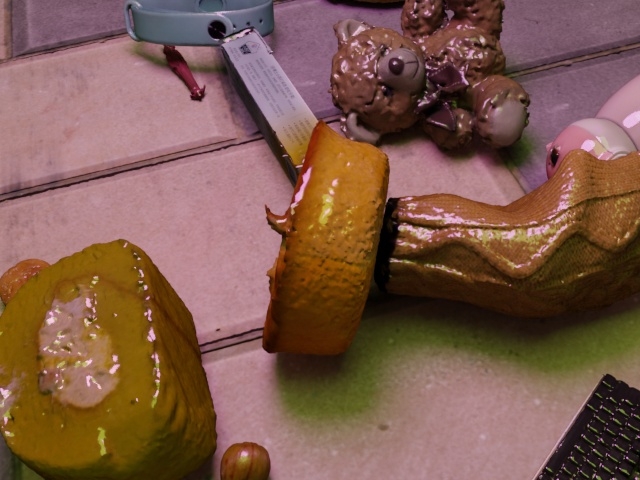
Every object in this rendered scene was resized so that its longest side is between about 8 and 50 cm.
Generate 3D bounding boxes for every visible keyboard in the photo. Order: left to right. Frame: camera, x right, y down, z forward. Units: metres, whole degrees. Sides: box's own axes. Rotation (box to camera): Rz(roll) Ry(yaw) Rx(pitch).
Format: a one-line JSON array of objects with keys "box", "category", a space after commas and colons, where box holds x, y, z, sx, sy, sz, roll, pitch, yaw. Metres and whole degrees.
[{"box": [0.237, 0.255, 0.688, 0.106, 0.027, 0.317, 30, 57, 27], "category": "keyboard"}]

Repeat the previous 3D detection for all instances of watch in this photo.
[{"box": [-0.192, -0.362, 1.198, 0.237, 0.068, 0.195, 2, 33, 4], "category": "watch"}]

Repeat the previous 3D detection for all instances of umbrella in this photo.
[{"box": [-0.221, -0.274, 1.179, 0.027, 0.025, 0.165, -11, 49, -30], "category": "umbrella"}]

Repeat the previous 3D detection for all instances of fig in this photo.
[{"box": [-0.077, 0.236, 0.717, 0.050, 0.050, 0.083, 7, 64, 11], "category": "fig"}]

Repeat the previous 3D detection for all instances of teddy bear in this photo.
[{"box": [0.136, -0.235, 1.034, 0.256, 0.156, 0.267, -6, 79, -6], "category": "teddy bear"}]

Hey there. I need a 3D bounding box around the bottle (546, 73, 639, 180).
[{"box": [0.387, -0.119, 0.927, 0.236, 0.148, 0.148, -28, 52, -9], "category": "bottle"}]

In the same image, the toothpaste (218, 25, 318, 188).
[{"box": [-0.061, -0.181, 1.047, 0.071, 0.089, 0.313, -25, 52, -8], "category": "toothpaste"}]

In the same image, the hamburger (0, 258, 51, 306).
[{"box": [-0.344, 0.058, 0.891, 0.083, 0.044, 0.076, 29, 58, 23], "category": "hamburger"}]

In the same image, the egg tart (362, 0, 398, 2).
[{"box": [0.099, -0.540, 1.321, 0.314, 0.120, 0.315, -2, 48, 2], "category": "egg tart"}]

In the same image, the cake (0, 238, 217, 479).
[{"box": [-0.217, 0.139, 0.741, 0.179, 0.156, 0.261, -26, 45, 3], "category": "cake"}]

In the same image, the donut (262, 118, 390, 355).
[{"box": [0.000, 0.001, 0.791, 0.118, 0.254, 0.254, 10, 50, -1], "category": "donut"}]

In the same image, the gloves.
[{"box": [0.233, 0.008, 0.809, 0.356, 0.203, 0.156, -10, 71, 3], "category": "gloves"}]
